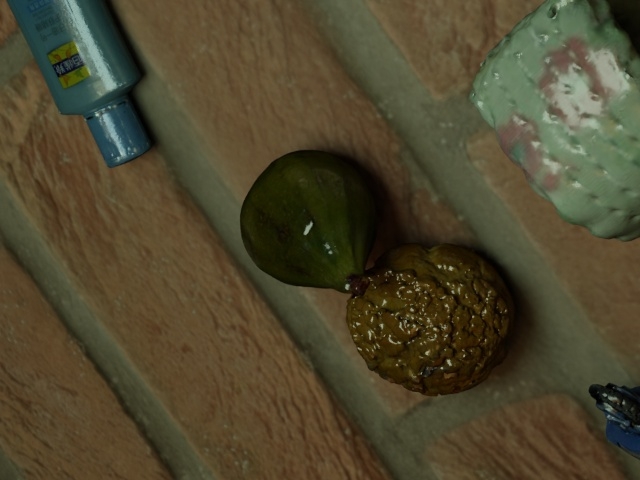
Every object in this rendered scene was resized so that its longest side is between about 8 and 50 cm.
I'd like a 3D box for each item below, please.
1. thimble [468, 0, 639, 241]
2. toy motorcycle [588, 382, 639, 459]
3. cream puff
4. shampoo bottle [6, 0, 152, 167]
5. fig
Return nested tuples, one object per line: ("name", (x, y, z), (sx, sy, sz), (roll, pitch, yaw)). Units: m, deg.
("thimble", (0.232, -0.115, 1.188), (0.211, 0.185, 0.149), (34, 127, -18))
("toy motorcycle", (0.329, 0.187, 1.323), (0.205, 0.114, 0.076), (30, 85, 10))
("cream puff", (0.100, 0.077, 1.384), (0.165, 0.115, 0.150), (-23, 103, 31))
("shampoo bottle", (-0.245, -0.197, 1.480), (0.104, 0.061, 0.258), (-19, 101, 33))
("fig", (0.008, 0.003, 1.383), (0.133, 0.126, 0.185), (-46, 60, 10))
